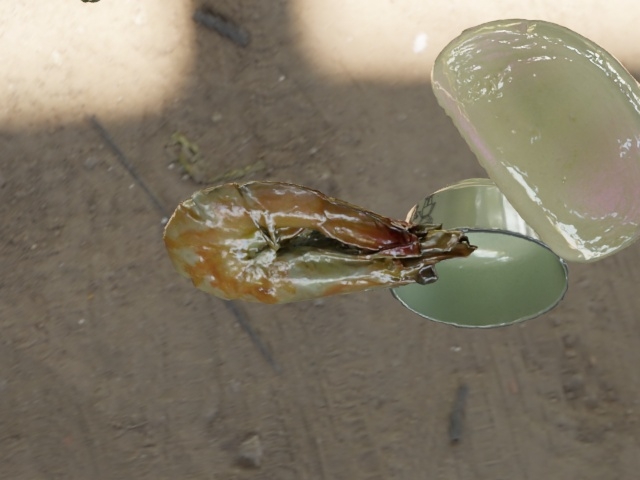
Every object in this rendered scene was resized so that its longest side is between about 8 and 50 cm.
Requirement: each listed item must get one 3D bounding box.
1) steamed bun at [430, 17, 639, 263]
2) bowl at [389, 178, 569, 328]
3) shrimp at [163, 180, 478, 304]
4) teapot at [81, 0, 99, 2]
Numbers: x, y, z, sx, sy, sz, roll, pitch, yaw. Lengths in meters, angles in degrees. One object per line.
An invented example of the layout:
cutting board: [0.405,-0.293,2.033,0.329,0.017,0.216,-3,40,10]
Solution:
steamed bun: [0.220,-0.106,1.221,0.238,0.153,0.170,56,20,7]
bowl: [0.182,0.004,1.613,0.211,0.211,0.112,18,53,-22]
shrimp: [0.000,0.001,1.296,0.295,0.154,0.062,-1,46,-1]
teapot: [-0.160,-0.414,1.594,0.337,0.270,0.200,-27,86,-21]
